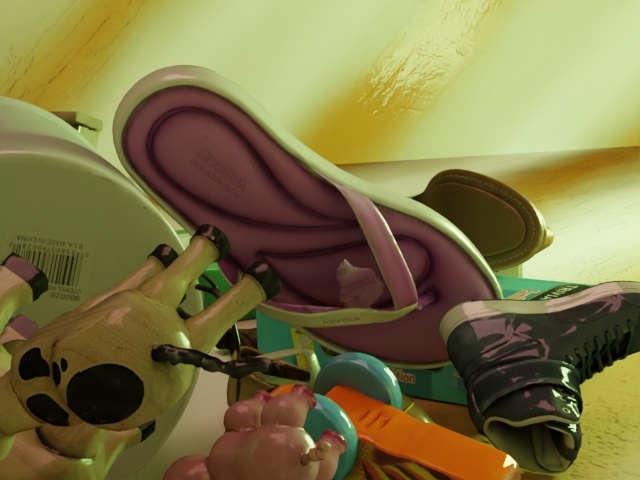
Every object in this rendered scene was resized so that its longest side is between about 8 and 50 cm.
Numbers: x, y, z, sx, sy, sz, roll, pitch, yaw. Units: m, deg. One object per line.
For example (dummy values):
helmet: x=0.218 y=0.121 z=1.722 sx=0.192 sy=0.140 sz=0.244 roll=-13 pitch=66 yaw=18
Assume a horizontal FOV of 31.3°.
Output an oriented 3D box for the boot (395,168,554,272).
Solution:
boot: x=0.189 y=-0.002 z=1.269 sx=0.220 sy=0.109 sz=0.283 roll=11 pitch=-10 yaw=-38

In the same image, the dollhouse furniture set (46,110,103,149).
dollhouse furniture set: x=-0.535 y=-0.108 z=1.732 sx=0.362 sy=0.257 sz=0.394 roll=3 pitch=-8 yaw=30

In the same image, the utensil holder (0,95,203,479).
utensil holder: x=-0.300 y=0.045 z=1.043 sx=0.327 sy=0.328 sz=0.385 roll=-6 pitch=14 yaw=-20

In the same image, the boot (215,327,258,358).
boot: x=-0.056 y=0.117 z=1.351 sx=0.114 sy=0.037 sz=0.106 roll=-3 pitch=12 yaw=-26

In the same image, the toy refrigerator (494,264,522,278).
toy refrigerator: x=0.129 y=0.047 z=1.509 sx=0.269 sy=0.094 sz=0.102 roll=-1 pitch=11 yaw=13

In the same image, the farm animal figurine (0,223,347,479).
farm animal figurine: x=-0.155 y=0.127 z=0.656 sx=0.326 sy=0.330 sz=0.172 roll=23 pitch=48 yaw=30

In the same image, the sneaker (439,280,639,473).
sneaker: x=0.231 y=0.119 z=0.995 sx=0.226 sy=0.086 sz=0.163 roll=-8 pitch=40 yaw=-5

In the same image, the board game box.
board game box: x=0.138 y=0.098 z=1.277 sx=0.336 sy=0.079 sz=0.253 roll=4 pitch=13 yaw=34

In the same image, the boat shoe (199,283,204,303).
boat shoe: x=-0.312 y=0.073 z=1.458 sx=0.355 sy=0.132 sz=0.130 roll=10 pitch=4 yaw=16

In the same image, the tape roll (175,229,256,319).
tape roll: x=-0.165 y=0.044 z=1.643 sx=0.321 sy=0.077 sz=0.321 roll=-3 pitch=11 yaw=1

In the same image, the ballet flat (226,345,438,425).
ballet flat: x=0.003 y=0.143 z=1.084 sx=0.232 sy=0.073 sz=0.080 roll=4 pitch=13 yaw=32

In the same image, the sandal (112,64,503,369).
sandal: x=-0.009 y=0.011 z=1.009 sx=0.416 sy=0.169 sz=0.102 roll=32 pitch=21 yaw=-21

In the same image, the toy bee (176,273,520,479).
toy bee: x=-0.002 y=0.159 z=0.872 sx=0.195 sy=0.162 sz=0.298 roll=-10 pitch=40 yaw=-40
